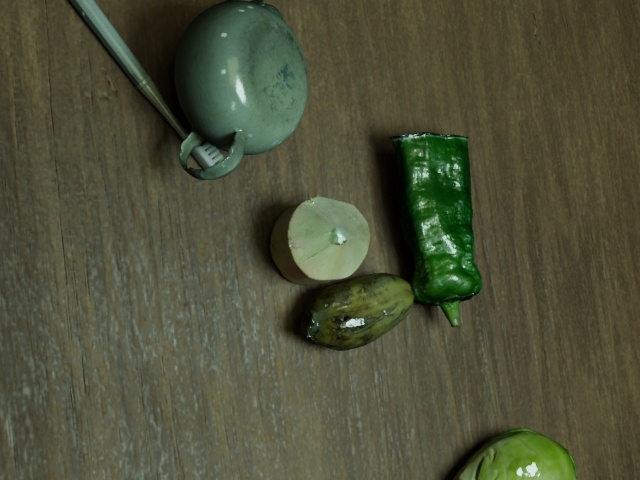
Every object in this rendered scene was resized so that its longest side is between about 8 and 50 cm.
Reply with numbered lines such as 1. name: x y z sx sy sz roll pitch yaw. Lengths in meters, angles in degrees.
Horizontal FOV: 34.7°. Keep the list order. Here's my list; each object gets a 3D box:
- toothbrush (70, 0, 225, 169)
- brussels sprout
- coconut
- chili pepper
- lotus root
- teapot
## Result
1. toothbrush: -0.236 -0.222 1.305 0.342 0.025 0.030 51 57 -11
2. brussels sprout: 0.276 0.332 1.419 0.183 0.131 0.146 18 96 -23
3. coconut: 0.000 0.000 1.333 0.116 0.122 0.116 4 81 -26
4. chili pepper: 0.167 -0.013 1.431 0.136 0.099 0.271 6 78 -62
5. lotus root: 0.050 0.096 1.366 0.179 0.080 0.089 -15 75 -32
6. teapot: -0.106 -0.203 1.295 0.193 0.129 0.295 44 54 -45
